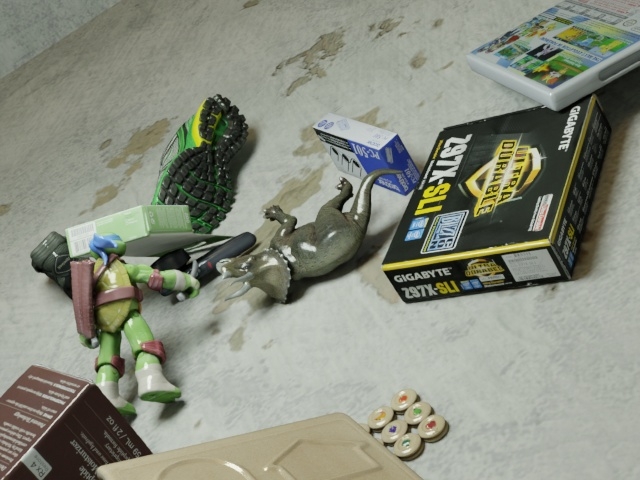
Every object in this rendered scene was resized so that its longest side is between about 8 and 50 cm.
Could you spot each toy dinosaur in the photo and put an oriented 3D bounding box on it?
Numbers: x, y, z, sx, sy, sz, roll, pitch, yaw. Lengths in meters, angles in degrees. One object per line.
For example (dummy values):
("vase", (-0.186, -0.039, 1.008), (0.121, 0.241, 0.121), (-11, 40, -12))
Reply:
("toy dinosaur", (0.000, 0.000, 1.842), (0.313, 0.121, 0.160), (-22, 43, 9))

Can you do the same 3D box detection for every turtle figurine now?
("turtle figurine", (-0.274, 0.131, 1.847), (0.197, 0.275, 0.266), (-7, 67, -6))

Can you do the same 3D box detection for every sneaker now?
("sneaker", (-0.458, 0.055, 2.207), (0.087, 0.130, 0.227), (-45, 4, -12))
("sneaker", (-0.235, -0.110, 2.212), (0.146, 0.134, 0.344), (-36, 24, 39))

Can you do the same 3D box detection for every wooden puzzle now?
("wooden puzzle", (-0.034, 0.304, 1.309), (0.322, 0.081, 0.348), (-8, 19, -30))

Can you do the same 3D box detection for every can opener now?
("can opener", (-0.189, 0.036, 1.995), (0.186, 0.073, 0.059), (-25, 21, -5))

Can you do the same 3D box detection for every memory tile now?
("memory tile", (0.076, 0.245, 1.480), (0.148, 0.012, 0.113), (-37, 30, -7))

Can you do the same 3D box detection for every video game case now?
("video game case", (0.415, -0.314, 1.864), (0.299, 0.036, 0.329), (-29, 24, -5))

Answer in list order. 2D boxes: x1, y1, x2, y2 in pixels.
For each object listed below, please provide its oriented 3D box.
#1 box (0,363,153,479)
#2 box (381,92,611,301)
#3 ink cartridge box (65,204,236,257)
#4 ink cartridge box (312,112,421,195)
("box", (-0.375, 0.306, 1.660), (0.167, 0.168, 0.203), (7, 48, 47))
("box", (0.252, -0.061, 1.701), (0.257, 0.079, 0.322), (-12, 36, 35))
("ink cartridge box", (-0.276, -0.012, 1.998), (0.171, 0.056, 0.235), (-15, -7, 32))
("ink cartridge box", (0.074, -0.143, 1.966), (0.046, 0.097, 0.207), (-41, 31, -15))
